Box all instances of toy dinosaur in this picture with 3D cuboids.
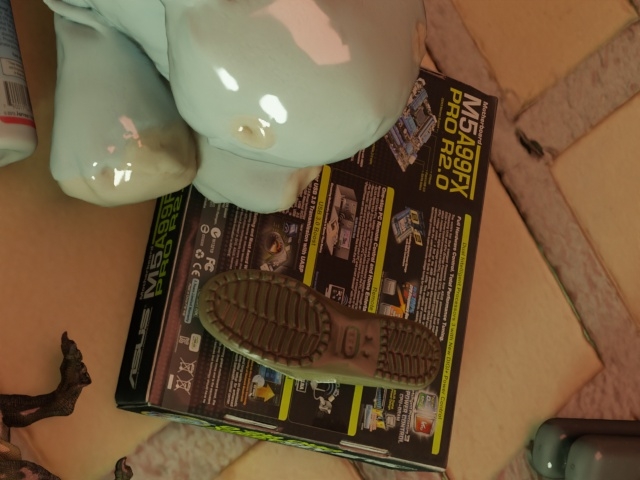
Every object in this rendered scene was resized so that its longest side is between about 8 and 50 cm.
[{"bbox_3d":[-0.171,0.124,0.622,0.118,0.064,0.268,-24,94,-16],"label":"toy dinosaur"}]

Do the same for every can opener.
[{"bbox_3d":[0.295,0.146,0.867,0.284,0.076,0.095,7,98,-29],"label":"can opener"}]

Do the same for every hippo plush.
[{"bbox_3d":[-0.027,-0.150,0.556,0.234,0.237,0.294,-23,103,-28],"label":"hippo plush"}]

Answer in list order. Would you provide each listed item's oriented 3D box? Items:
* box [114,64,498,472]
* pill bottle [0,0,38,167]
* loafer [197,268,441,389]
[{"bbox_3d":[0.000,0.000,0.740,0.216,0.060,0.270,17,74,-27],"label":"box"},{"bbox_3d":[-0.214,-0.119,0.622,0.087,0.087,0.160,-10,86,-31],"label":"pill bottle"},{"bbox_3d":[-0.004,0.060,0.667,0.148,0.050,0.056,20,69,-9],"label":"loafer"}]
